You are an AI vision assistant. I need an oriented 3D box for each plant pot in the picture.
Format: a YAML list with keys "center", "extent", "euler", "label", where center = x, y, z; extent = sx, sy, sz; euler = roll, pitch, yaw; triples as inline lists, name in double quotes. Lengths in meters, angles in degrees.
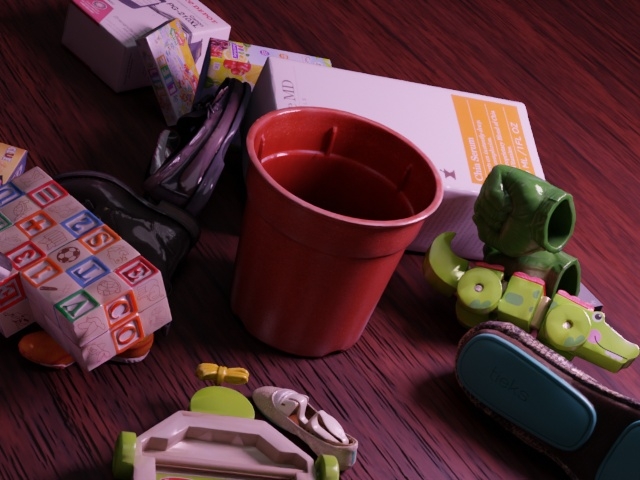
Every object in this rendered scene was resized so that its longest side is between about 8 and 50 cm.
- center: [0.000, 0.000, 1.799]
  extent: [0.272, 0.265, 0.272]
  euler: [12, 35, -9]
  label: "plant pot"

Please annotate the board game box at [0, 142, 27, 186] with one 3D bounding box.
- center: [-0.532, -0.075, 1.846]
  extent: [0.165, 0.042, 0.243]
  euler: [17, 34, -2]
  label: "board game box"

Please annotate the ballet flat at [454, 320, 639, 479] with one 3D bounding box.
- center: [0.390, 0.267, 1.734]
  extent: [0.483, 0.164, 0.182]
  euler: [40, 20, 30]
  label: "ballet flat"

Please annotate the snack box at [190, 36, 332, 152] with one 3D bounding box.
- center: [-0.100, -0.227, 2.144]
  extent: [0.207, 0.175, 0.070]
  euler: [10, 37, -14]
  label: "snack box"

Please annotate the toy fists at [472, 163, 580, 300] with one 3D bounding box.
- center: [0.299, 0.003, 1.946]
  extent: [0.142, 0.279, 0.096]
  euler: [31, 64, 35]
  label: "toy fists"

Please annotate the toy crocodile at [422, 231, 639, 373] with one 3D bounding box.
- center: [0.301, 0.097, 1.898]
  extent: [0.340, 0.115, 0.105]
  euler: [24, 72, 14]
  label: "toy crocodile"

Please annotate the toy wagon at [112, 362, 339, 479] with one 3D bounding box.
- center: [-0.110, 0.284, 1.532]
  extent: [0.267, 0.068, 0.344]
  euler: [9, 35, -14]
  label: "toy wagon"

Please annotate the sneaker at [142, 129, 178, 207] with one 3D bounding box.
- center: [-0.228, -0.092, 2.005]
  extent: [0.077, 0.072, 0.178]
  euler: [17, 45, -15]
  label: "sneaker"

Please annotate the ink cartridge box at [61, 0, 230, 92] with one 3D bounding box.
- center: [-0.304, -0.360, 2.296]
  extent: [0.237, 0.100, 0.172]
  euler: [-19, 50, -42]
  label: "ink cartridge box"

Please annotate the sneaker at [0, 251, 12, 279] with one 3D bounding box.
- center: [-0.557, 0.067, 1.530]
  extent: [0.447, 0.257, 0.169]
  euler: [14, -21, 51]
  label: "sneaker"

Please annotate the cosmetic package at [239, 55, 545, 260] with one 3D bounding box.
- center: [0.114, -0.123, 2.057]
  extent: [0.453, 0.161, 0.230]
  euler: [7, 50, -20]
  label: "cosmetic package"

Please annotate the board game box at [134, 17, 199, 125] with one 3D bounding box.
- center: [-0.247, -0.281, 2.182]
  extent: [0.026, 0.154, 0.103]
  euler: [-7, 23, 30]
  label: "board game box"

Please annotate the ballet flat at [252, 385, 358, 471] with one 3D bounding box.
- center: [-0.015, 0.226, 1.667]
  extent: [0.168, 0.052, 0.057]
  euler: [35, 38, 23]
  label: "ballet flat"

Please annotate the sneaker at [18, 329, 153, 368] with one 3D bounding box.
- center: [-0.298, 0.121, 1.666]
  extent: [0.175, 0.067, 0.064]
  euler: [-5, 43, -28]
  label: "sneaker"

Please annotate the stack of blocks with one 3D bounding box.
- center: [-0.346, 0.040, 1.651]
  extent: [0.171, 0.087, 0.297]
  euler: [-33, 47, -26]
  label: "stack of blocks"

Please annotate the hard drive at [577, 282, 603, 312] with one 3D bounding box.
- center: [0.374, 0.074, 2.087]
  extent: [0.094, 0.022, 0.135]
  euler: [-8, 43, -34]
  label: "hard drive"

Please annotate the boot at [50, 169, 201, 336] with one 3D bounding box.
- center: [-0.300, 0.019, 1.792]
  extent: [0.262, 0.091, 0.229]
  euler: [17, 40, 5]
  label: "boot"

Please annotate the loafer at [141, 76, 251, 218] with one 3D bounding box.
- center: [-0.182, -0.156, 1.962]
  extent: [0.095, 0.109, 0.303]
  euler: [29, 45, -13]
  label: "loafer"
